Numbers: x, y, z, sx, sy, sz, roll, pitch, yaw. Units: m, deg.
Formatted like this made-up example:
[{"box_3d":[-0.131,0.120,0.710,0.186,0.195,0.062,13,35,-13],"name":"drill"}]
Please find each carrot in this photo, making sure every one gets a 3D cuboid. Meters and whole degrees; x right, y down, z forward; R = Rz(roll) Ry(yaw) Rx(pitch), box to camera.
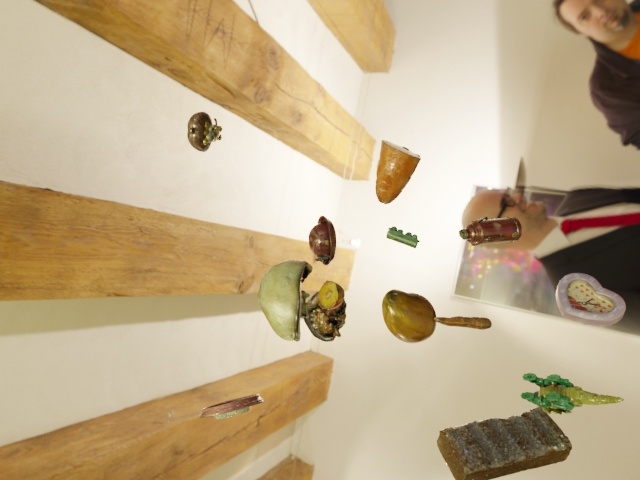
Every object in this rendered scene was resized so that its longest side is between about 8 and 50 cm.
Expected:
[{"box_3d":[0.394,0.224,1.186,0.036,0.165,0.035,-174,90,-82],"name":"carrot"},{"box_3d":[0.267,-0.246,1.618,0.159,0.159,0.224,-27,-39,-58],"name":"carrot"}]

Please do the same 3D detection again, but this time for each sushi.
[{"box_3d":[0.030,0.346,2.027,0.213,0.204,0.200,-49,5,-32],"name":"sushi"}]

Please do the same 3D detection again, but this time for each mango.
[{"box_3d":[0.445,0.381,2.198,0.378,0.221,0.263,36,-120,-37],"name":"mango"}]

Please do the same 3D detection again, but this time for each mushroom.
[{"box_3d":[-0.128,0.195,1.433,0.189,0.164,0.266,-19,-65,-80],"name":"mushroom"}]

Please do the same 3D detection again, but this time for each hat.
[{"box_3d":[0.000,0.000,1.747,0.089,0.205,0.205,-2,-74,-18],"name":"hat"}]

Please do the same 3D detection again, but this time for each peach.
[{"box_3d":[0.038,0.175,1.334,0.062,0.098,0.098,18,-98,-36],"name":"peach"}]

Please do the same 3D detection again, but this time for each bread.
[{"box_3d":[0.587,0.653,1.380,0.417,0.165,0.113,-3,-61,-18],"name":"bread"}]

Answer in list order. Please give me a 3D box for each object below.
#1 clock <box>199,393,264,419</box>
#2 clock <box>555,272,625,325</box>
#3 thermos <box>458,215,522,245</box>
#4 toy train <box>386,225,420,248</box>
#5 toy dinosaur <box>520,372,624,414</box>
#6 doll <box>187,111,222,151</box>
[{"box_3d":[-0.337,0.641,1.645,0.244,0.245,0.056,15,-123,-63],"name":"clock"},{"box_3d":[0.840,0.202,1.374,0.172,0.198,0.064,-29,-46,-10],"name":"clock"},{"box_3d":[0.609,-0.029,1.564,0.232,0.124,0.098,-6,-64,-20],"name":"thermos"},{"box_3d":[0.357,-0.014,1.860,0.070,0.148,0.038,-61,-12,-44],"name":"toy train"},{"box_3d":[0.673,0.426,1.183,0.153,0.259,0.094,29,-121,-17],"name":"toy dinosaur"},{"box_3d":[-0.429,-0.417,1.623,0.188,0.096,0.145,-54,-26,-48],"name":"doll"}]
